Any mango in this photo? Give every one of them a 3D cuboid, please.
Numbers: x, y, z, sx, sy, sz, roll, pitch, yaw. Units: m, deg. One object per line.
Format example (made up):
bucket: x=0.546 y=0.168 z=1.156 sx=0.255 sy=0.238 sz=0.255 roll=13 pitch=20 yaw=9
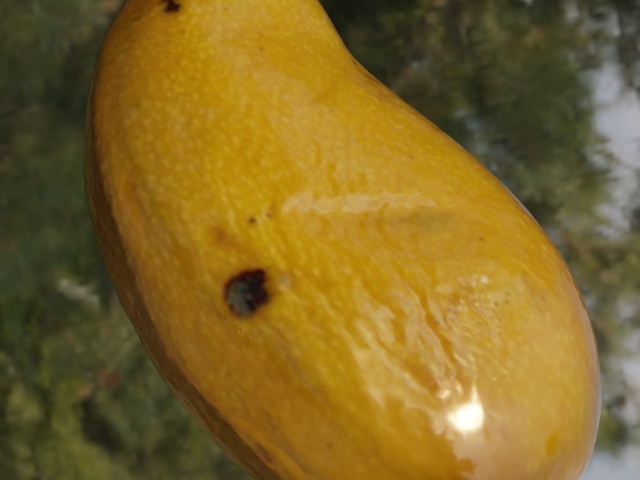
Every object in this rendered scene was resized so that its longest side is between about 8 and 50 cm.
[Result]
mango: x=-0.001 y=0.004 z=0.632 sx=0.262 sy=0.157 sz=0.109 roll=57 pitch=-33 yaw=24
